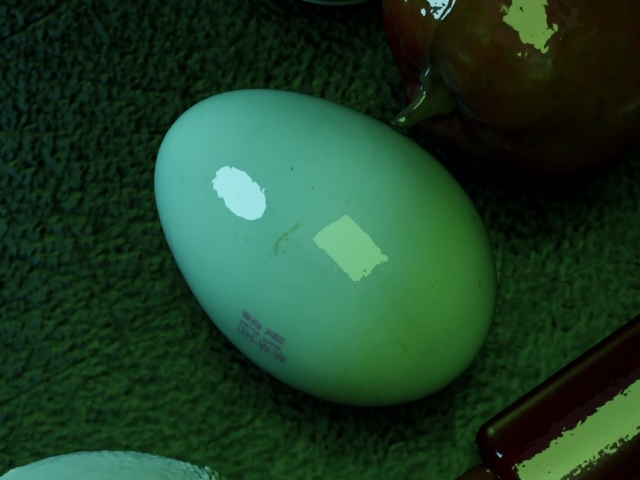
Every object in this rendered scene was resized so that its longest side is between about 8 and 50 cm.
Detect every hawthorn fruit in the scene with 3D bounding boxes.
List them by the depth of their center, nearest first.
[{"bbox_3d":[0.144,-0.141,1.331,0.249,0.215,0.215,-35,74,-30],"label":"hawthorn fruit"}]

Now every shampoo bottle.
[{"bbox_3d":[0.190,0.129,1.331,0.260,0.064,0.102,-34,76,-7],"label":"shampoo bottle"}]

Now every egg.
[{"bbox_3d":[0.000,0.000,1.315,0.264,0.183,0.183,39,79,20],"label":"egg"}]

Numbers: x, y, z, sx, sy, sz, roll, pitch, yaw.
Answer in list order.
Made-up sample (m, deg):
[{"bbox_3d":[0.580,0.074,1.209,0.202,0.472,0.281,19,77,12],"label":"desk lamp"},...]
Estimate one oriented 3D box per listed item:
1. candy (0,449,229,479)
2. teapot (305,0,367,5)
[{"bbox_3d":[-0.146,0.267,1.244,0.295,0.185,0.295,0,78,-2],"label":"candy"},{"bbox_3d":[0.023,-0.289,1.389,0.163,0.178,0.221,25,84,4],"label":"teapot"}]
